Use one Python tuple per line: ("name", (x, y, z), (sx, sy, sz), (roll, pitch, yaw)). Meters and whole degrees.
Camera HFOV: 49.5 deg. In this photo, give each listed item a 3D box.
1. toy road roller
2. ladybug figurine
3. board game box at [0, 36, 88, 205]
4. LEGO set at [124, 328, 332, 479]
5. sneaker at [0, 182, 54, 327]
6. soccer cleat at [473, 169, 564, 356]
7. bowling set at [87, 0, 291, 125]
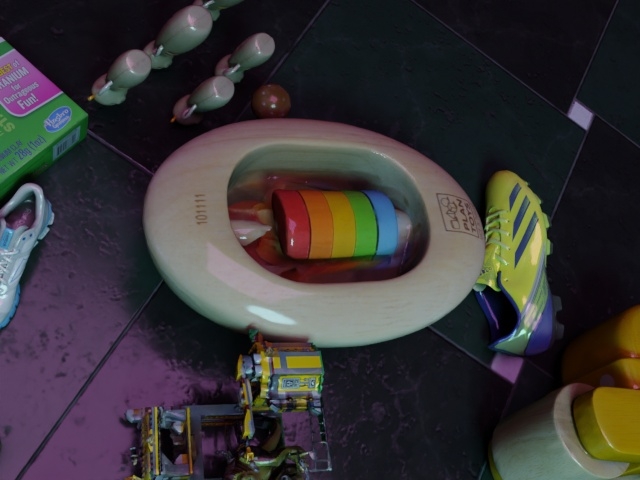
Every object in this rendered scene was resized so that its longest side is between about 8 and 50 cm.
("toy road roller", (0.386, 0.213, 0.939), (0.330, 0.202, 0.240), (8, 56, -24))
("ladybug figurine", (0.000, 0.000, 0.869), (0.450, 0.162, 0.305), (3, 61, -23))
("board game box", (-0.478, -0.170, 0.812), (0.316, 0.064, 0.242), (42, 62, -3))
("LEGO set", (-0.105, 0.264, 0.697), (0.192, 0.255, 0.331), (3, 67, -20))
("sneaker", (-0.360, 0.016, 0.780), (0.071, 0.083, 0.190), (20, 66, -15))
("soccer cleat", (0.272, 0.026, 1.018), (0.121, 0.093, 0.289), (0, 70, -14))
("bowling set", (-0.151, -0.217, 0.935), (0.287, 0.154, 0.200), (-48, 111, -30))
